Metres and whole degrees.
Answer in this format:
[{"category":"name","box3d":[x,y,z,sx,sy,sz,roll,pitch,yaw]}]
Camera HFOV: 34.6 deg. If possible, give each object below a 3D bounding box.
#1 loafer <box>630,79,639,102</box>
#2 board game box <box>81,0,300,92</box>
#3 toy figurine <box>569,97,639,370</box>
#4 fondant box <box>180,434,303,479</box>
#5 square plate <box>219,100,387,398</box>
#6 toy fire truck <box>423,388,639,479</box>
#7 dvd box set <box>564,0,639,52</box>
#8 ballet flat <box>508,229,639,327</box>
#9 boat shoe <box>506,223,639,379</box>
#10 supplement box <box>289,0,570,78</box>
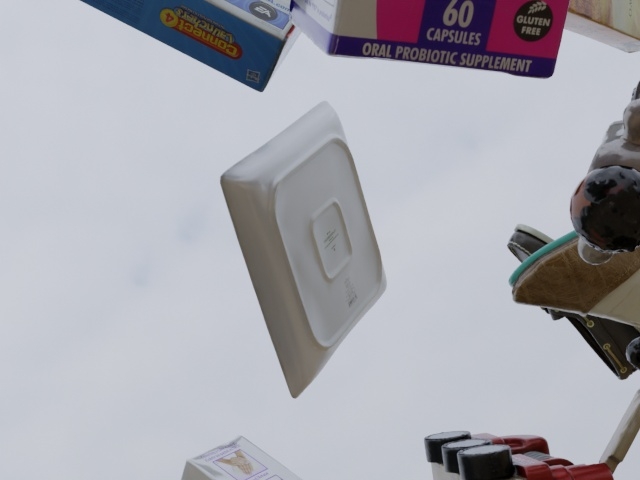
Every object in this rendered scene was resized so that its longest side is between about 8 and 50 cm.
[{"category":"loafer","box3d":[0.447,-0.021,1.223,0.130,0.366,0.134,-11,-7,13]},{"category":"board game box","box3d":[-0.144,-0.359,1.284,0.308,0.302,0.086,27,-46,-1]},{"category":"toy figurine","box3d":[0.255,0.000,0.574,0.213,0.148,0.209,-24,-79,27]},{"category":"fondant box","box3d":[-0.021,0.391,1.053,0.096,0.330,0.238,-16,-50,-54]},{"category":"square plate","box3d":[0.000,0.000,1.522,0.049,0.347,0.344,-7,-69,30]},{"category":"toy fire truck","box3d":[0.258,0.251,1.166,0.246,0.158,0.217,-7,-4,-9]},{"category":"dvd box set","box3d":[0.357,-0.427,1.352,0.062,0.308,0.420,3,2,37]},{"category":"ballet flat","box3d":[0.334,0.018,1.038,0.342,0.124,0.116,-23,-21,-40]},{"category":"boat shoe","box3d":[0.307,0.074,1.240,0.069,0.228,0.081,-48,1,-4]},{"category":"supplement box","box3d":[0.060,-0.197,0.473,0.111,0.114,0.220,3,-70,-13]}]
